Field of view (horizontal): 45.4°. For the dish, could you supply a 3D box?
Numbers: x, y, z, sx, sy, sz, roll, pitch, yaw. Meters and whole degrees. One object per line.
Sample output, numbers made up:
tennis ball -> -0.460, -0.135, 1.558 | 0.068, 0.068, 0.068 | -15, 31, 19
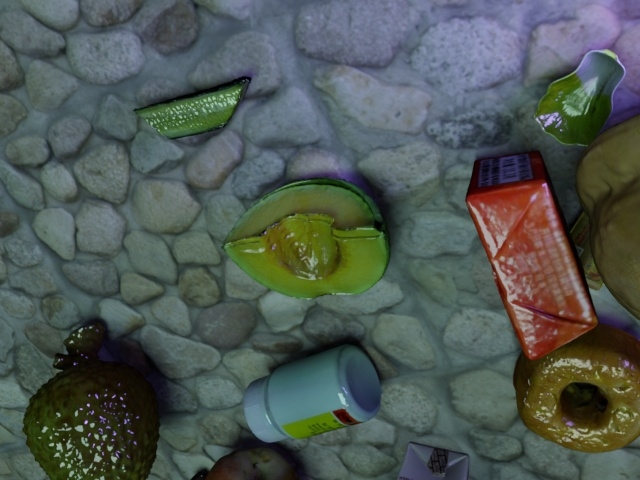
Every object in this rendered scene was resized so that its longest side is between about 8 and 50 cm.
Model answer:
dish -> 0.352, -0.196, 1.025 | 0.091, 0.039, 0.137 | 32, 124, 7

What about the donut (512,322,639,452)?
donut -> 0.411, 0.228, 1.204 | 0.226, 0.114, 0.227 | 8, 120, 14

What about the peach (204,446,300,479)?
peach -> -0.134, 0.538, 1.537 | 0.214, 0.214, 0.236 | 14, 129, 12

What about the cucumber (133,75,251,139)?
cucumber -> -0.189, -0.208, 1.218 | 0.220, 0.046, 0.070 | -9, 117, 26

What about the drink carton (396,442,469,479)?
drink carton -> 0.174, 0.548, 1.347 | 0.132, 0.325, 0.194 | 10, 122, 14

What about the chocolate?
chocolate -> 0.284, 0.003, 1.036 | 0.108, 0.237, 0.235 | -20, 100, 20

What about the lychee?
lychee -> -0.443, 0.350, 1.500 | 0.320, 0.270, 0.270 | 44, 125, 8

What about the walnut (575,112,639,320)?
walnut -> 0.500, -0.030, 0.877 | 0.383, 0.384, 0.384 | 9, 121, 15

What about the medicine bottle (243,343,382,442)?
medicine bottle -> -0.015, 0.279, 1.375 | 0.225, 0.139, 0.139 | -23, 109, 29

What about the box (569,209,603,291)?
box -> 0.409, -0.004, 1.124 | 0.089, 0.022, 0.156 | 26, 124, 7

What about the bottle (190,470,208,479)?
bottle -> -0.215, 0.567, 1.666 | 0.164, 0.060, 0.060 | 39, 124, -3

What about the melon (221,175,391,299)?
melon -> 0.000, 0.000, 1.229 | 0.265, 0.129, 0.169 | -6, 138, 20
